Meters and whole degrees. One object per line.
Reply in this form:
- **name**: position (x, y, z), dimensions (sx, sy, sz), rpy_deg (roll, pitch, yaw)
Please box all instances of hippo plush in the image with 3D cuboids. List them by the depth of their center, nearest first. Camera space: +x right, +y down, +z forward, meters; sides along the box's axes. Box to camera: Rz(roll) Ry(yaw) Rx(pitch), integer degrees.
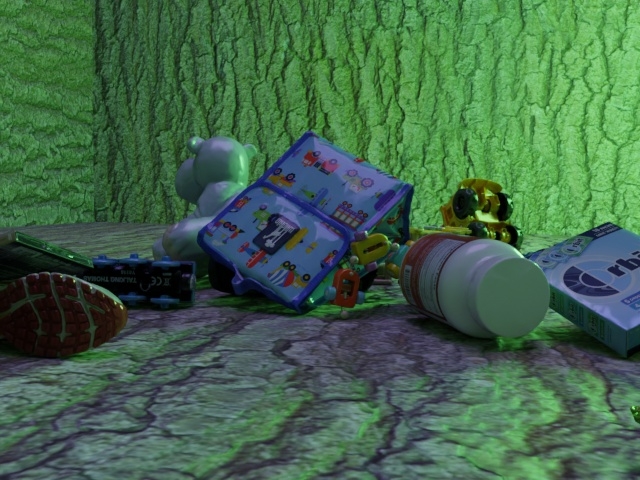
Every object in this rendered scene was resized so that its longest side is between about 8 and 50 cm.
- **hippo plush**: position (-0.210, -0.079, 1.292), dimensions (0.234, 0.237, 0.294), rpy_deg (-5, -19, -40)

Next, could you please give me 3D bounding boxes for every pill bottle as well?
- **pill bottle**: position (0.189, 0.055, 0.857), dimensions (0.121, 0.121, 0.216), rpy_deg (0, 4, -14)

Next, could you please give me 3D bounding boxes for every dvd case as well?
- **dvd case**: position (-0.399, 0.047, 0.781), dimensions (0.221, 0.018, 0.164), rpy_deg (-20, -14, 5)

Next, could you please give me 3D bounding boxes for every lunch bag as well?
- **lunch bag**: position (-0.031, -0.010, 1.067), dimensions (0.221, 0.138, 0.293), rpy_deg (32, 56, 29)

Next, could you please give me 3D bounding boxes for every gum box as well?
- **gum box**: position (0.354, 0.050, 0.817), dimensions (0.157, 0.041, 0.184), rpy_deg (-21, 29, -16)

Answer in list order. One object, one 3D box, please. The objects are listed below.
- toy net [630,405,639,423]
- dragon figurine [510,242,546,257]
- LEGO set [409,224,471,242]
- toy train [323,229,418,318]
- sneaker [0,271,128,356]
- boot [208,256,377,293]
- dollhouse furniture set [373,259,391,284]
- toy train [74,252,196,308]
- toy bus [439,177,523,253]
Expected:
- **toy net**: position (0.312, 0.125, 0.456), dimensions (0.232, 0.045, 0.122), rpy_deg (0, 2, -37)
- **dragon figurine**: position (0.303, 0.049, 1.216), dimensions (0.144, 0.085, 0.289), rpy_deg (0, 5, -16)
- **LEGO set**: position (0.211, 0.028, 1.297), dimensions (0.132, 0.107, 0.287), rpy_deg (7, 5, 30)
- **toy train**: position (0.079, 0.051, 0.975), dimensions (0.166, 0.125, 0.046), rpy_deg (7, -3, -27)
- **sneaker**: position (-0.311, 0.073, 0.748), dimensions (0.225, 0.088, 0.092), rpy_deg (2, 3, 16)
- **boot**: position (-0.037, 0.044, 1.151), dimensions (0.207, 0.094, 0.246), rpy_deg (0, -2, 33)
- **dollhouse furniture set**: position (0.080, 0.004, 1.362), dimensions (0.123, 0.151, 0.144), rpy_deg (1, 2, 4)
- **toy train**: position (-0.272, 0.060, 1.036), dimensions (0.184, 0.080, 0.105), rpy_deg (1, -2, 5)
- **toy bus**: position (0.393, -0.020, 1.776), dimensions (0.149, 0.220, 0.211), rpy_deg (5, -31, -28)
